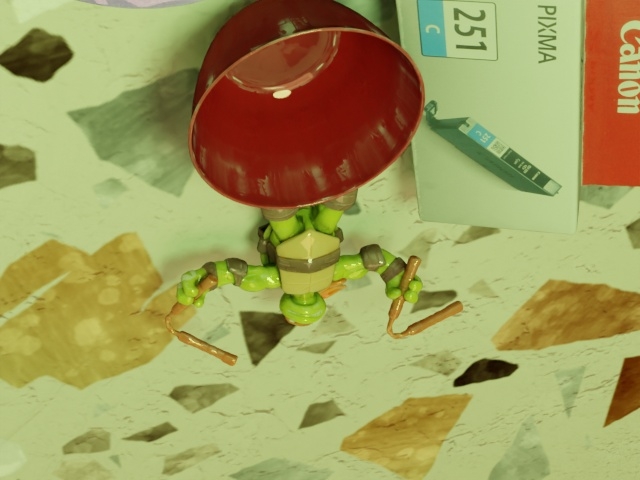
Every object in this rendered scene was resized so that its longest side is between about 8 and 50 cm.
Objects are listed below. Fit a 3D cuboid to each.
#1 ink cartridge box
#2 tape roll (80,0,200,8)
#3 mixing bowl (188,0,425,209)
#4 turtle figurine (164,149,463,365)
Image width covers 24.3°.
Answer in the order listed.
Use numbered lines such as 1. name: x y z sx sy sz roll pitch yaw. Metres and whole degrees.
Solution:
1. ink cartridge box: 0.199 -0.121 1.166 0.261 0.066 0.296 4 142 13
2. tape roll: -0.105 -0.275 0.841 0.274 0.090 0.275 -3 114 -7
3. mixing bowl: -0.021 -0.120 1.129 0.181 0.098 0.181 -11 139 -10
4. turtle figurine: 0.000 0.000 1.284 0.269 0.087 0.217 -1 130 -8
